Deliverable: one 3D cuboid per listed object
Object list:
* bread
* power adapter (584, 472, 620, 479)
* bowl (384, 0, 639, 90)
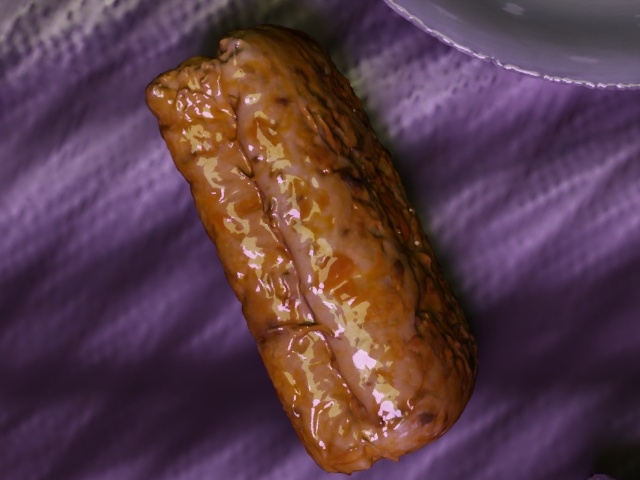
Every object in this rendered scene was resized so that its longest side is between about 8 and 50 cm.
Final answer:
[{"bbox_3d":[0.000,0.000,0.639,0.083,0.114,0.211,-27,90,20],"label":"bread"},{"bbox_3d":[0.216,0.150,0.616,0.205,0.130,0.125,16,93,2],"label":"power adapter"},{"bbox_3d":[0.131,-0.220,0.604,0.313,0.146,0.313,0,94,4],"label":"bowl"}]
